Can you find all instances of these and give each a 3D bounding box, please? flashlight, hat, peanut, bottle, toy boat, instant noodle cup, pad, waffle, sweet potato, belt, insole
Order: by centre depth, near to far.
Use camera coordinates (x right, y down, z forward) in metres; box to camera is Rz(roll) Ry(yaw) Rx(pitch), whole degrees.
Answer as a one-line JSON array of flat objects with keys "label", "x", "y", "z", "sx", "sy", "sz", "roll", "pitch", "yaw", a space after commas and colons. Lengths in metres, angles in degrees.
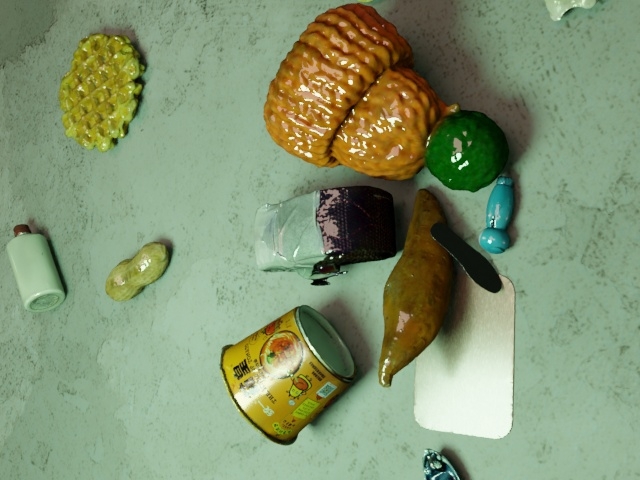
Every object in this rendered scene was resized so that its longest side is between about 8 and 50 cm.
[{"label": "toy boat", "x": 0.201, "y": 0.402, "z": 1.118, "sx": 0.060, "sy": 0.061, "sz": 0.137, "roll": -29, "pitch": 67, "yaw": 28}, {"label": "flashlight", "x": 0.294, "y": -0.041, "z": 1.137, "sx": 0.051, "sy": 0.051, "sz": 0.129, "roll": 11, "pitch": 84, "yaw": 35}, {"label": "insole", "x": 0.240, "y": 0.028, "z": 1.142, "sx": 0.153, "sy": 0.053, "sz": 0.002, "roll": 43, "pitch": 149, "yaw": 8}, {"label": "sweet potato", "x": 0.164, "y": 0.080, "z": 1.158, "sx": 0.112, "sy": 0.112, "sz": 0.359, "roll": 3, "pitch": 60, "yaw": 35}, {"label": "pad", "x": 0.238, "y": 0.189, "z": 1.163, "sx": 0.176, "sy": 0.002, "sz": 0.266, "roll": -2, "pitch": 81, "yaw": 34}, {"label": "hat", "x": 0.123, "y": -0.204, "z": 1.210, "sx": 0.400, "sy": 0.285, "sz": 0.285, "roll": 36, "pitch": 105, "yaw": 5}, {"label": "instant noodle cup", "x": -0.050, "y": 0.230, "z": 1.242, "sx": 0.172, "sy": 0.216, "sz": 0.215, "roll": -39, "pitch": 62, "yaw": 13}, {"label": "belt", "x": 0.000, "y": 0.000, "z": 1.252, "sx": 0.289, "sy": 0.184, "sz": 0.164, "roll": -10, "pitch": 81, "yaw": 39}, {"label": "peanut", "x": -0.418, "y": 0.070, "z": 1.589, "sx": 0.193, "sy": 0.089, "sz": 0.089, "roll": -33, "pitch": 65, "yaw": 21}, {"label": "waffle", "x": -0.560, "y": -0.383, "z": 1.768, "sx": 0.325, "sy": 0.068, "sz": 0.302, "roll": 25, "pitch": 97, "yaw": 33}, {"label": "bottle", "x": -0.746, "y": 0.061, "z": 1.799, "sx": 0.104, "sy": 0.104, "sz": 0.245, "roll": -40, "pitch": 62, "yaw": 23}]

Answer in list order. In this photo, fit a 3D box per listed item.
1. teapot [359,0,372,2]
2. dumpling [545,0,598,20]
[{"label": "teapot", "x": 0.105, "y": -0.529, "z": 1.313, "sx": 0.119, "sy": 0.130, "sz": 0.165, "roll": 33, "pitch": 135, "yaw": 18}, {"label": "dumpling", "x": 0.401, "y": -0.452, "z": 1.093, "sx": 0.136, "sy": 0.118, "sz": 0.199, "roll": 6, "pitch": 107, "yaw": 37}]
